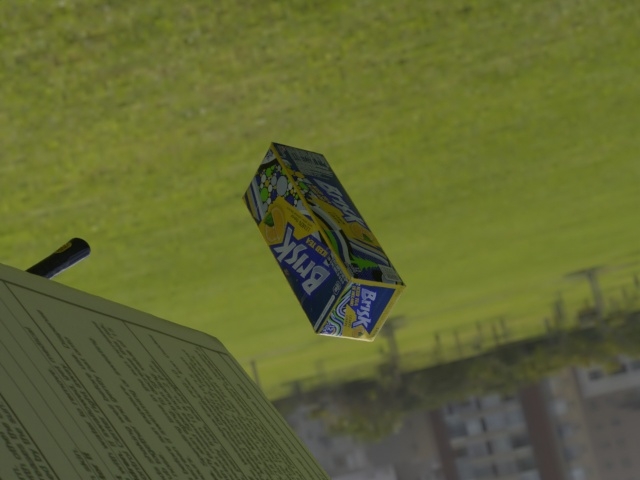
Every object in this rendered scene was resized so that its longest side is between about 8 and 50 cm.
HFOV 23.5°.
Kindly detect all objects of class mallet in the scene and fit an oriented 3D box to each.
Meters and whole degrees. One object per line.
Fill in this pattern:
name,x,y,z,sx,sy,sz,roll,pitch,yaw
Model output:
mallet,-0.215,0.046,0.916,0.062,0.039,0.190,-4,-157,36

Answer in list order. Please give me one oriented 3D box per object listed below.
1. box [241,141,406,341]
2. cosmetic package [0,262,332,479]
box,0.000,0.000,1.176,0.054,0.169,0.059,10,123,-33
cosmetic package,-0.091,0.097,0.419,0.129,0.153,0.296,-42,157,7
